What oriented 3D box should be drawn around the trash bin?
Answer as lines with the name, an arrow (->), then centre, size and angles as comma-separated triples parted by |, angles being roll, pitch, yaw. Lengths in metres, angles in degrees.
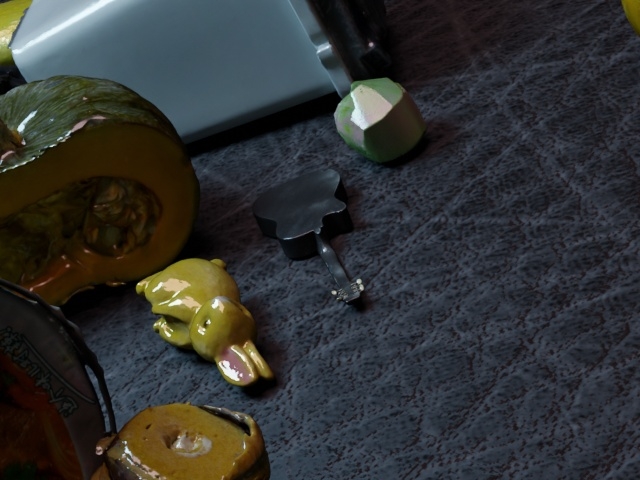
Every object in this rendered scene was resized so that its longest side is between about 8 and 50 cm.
trash bin -> -0.137, -0.255, 1.586 | 0.368, 0.296, 0.256 | -23, 29, 13

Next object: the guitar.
guitar -> 0.000, 0.000, 1.305 | 0.088, 0.025, 0.233 | -24, 28, -3

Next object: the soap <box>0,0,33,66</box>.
soap -> -0.375, -0.243, 1.841 | 0.427, 0.115, 0.306 | -16, 6, -7

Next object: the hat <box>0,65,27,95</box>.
hat -> -0.487, -0.096, 1.546 | 0.366, 0.257, 0.381 | 1, 28, 4

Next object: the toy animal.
toy animal -> -0.081, 0.068, 1.213 | 0.083, 0.070, 0.159 | -31, 34, -16

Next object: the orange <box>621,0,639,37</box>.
orange -> 0.346, -0.223, 1.334 | 0.155, 0.134, 0.154 | 2, 34, -2

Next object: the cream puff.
cream puff -> -0.094, 0.172, 1.001 | 0.119, 0.104, 0.133 | 4, 32, -17

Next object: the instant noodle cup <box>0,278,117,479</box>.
instant noodle cup -> -0.321, 0.149, 1.048 | 0.296, 0.296, 0.214 | -39, 25, -26

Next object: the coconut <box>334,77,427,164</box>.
coconut -> 0.054, -0.118, 1.412 | 0.082, 0.081, 0.083 | -11, 37, 47

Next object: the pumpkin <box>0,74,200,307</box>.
pumpkin -> -0.297, -0.059, 1.405 | 0.325, 0.242, 0.232 | -23, 37, -9
